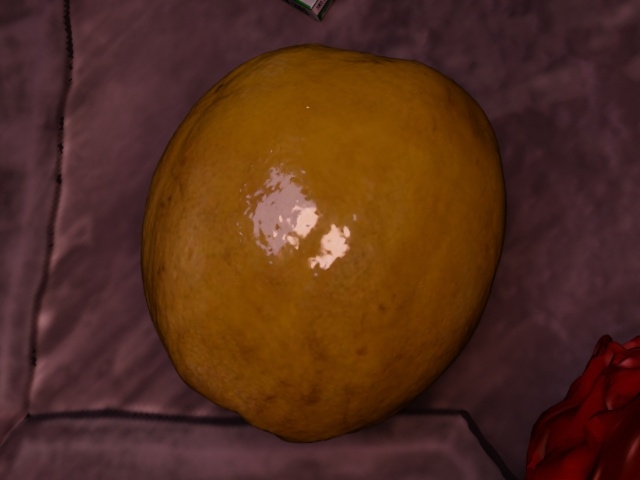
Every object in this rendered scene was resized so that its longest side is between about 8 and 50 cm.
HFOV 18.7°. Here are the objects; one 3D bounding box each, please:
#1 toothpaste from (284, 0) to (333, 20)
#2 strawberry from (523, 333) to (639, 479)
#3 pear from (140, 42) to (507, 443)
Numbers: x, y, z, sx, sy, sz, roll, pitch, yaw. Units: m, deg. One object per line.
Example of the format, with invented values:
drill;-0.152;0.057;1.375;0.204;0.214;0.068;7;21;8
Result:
toothpaste;-0.029;-0.133;0.916;0.083;0.017;0.020;32;85;23
strawberry;0.182;0.149;0.627;0.318;0.345;0.295;-12;107;-13
pear;0.000;0.000;0.801;0.149;0.149;0.162;23;86;21
